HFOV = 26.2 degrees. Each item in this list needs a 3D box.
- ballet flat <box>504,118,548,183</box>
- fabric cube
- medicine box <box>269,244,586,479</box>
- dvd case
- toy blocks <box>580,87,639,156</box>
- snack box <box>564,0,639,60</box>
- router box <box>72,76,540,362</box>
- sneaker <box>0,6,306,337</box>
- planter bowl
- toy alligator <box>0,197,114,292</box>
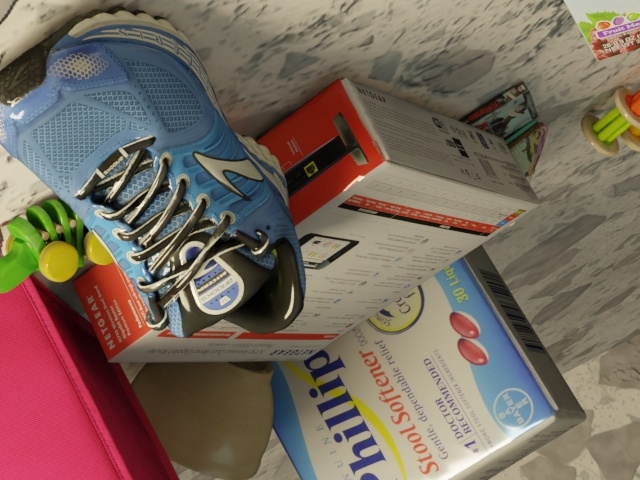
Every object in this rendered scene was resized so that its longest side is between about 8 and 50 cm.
[{"bbox_3d":[0.149,-0.033,1.393,0.221,0.079,0.077,-33,172,8],"label":"ballet flat"},{"bbox_3d":[-0.268,0.218,1.140,0.258,0.254,0.259,-29,162,-2],"label":"fabric cube"},{"bbox_3d":[0.099,0.160,1.540,0.289,0.263,0.149,-35,161,16],"label":"medicine box"},{"bbox_3d":[0.150,-0.104,1.312,0.119,0.013,0.087,-32,162,6],"label":"dvd case"},{"bbox_3d":[0.359,-0.153,1.438,0.123,0.054,0.148,-10,154,-48],"label":"toy blocks"},{"bbox_3d":[0.255,-0.216,0.914,0.207,0.070,0.174,-16,151,20],"label":"snack box"},{"bbox_3d":[0.000,0.000,1.221,0.301,0.082,0.335,-35,160,22],"label":"router box"},{"bbox_3d":[-0.090,-0.028,0.887,0.130,0.147,0.330,-34,148,12],"label":"sneaker"},{"bbox_3d":[-0.113,0.158,1.418,0.109,0.162,0.162,-62,154,11],"label":"planter bowl"},{"bbox_3d":[-0.168,-0.015,1.009,0.190,0.056,0.051,-24,119,-36],"label":"toy alligator"}]
